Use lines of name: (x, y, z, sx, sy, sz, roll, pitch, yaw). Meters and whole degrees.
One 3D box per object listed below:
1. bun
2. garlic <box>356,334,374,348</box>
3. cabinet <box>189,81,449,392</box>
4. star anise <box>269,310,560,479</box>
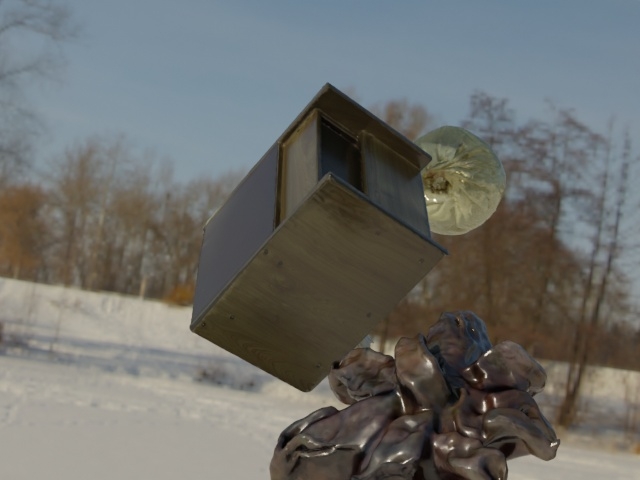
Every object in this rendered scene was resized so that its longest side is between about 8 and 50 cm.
bun: (0.186, -0.090, 1.555, 0.111, 0.164, 0.188, 5, 16, -43)
garlic: (-0.020, 0.059, 1.242, 0.212, 0.218, 0.218, 41, -6, 5)
cabinet: (0.000, 0.000, 1.007, 0.148, 0.215, 0.175, 31, 29, -21)
star anise: (0.063, 0.126, 0.743, 0.214, 0.099, 0.220, -19, 24, -7)
